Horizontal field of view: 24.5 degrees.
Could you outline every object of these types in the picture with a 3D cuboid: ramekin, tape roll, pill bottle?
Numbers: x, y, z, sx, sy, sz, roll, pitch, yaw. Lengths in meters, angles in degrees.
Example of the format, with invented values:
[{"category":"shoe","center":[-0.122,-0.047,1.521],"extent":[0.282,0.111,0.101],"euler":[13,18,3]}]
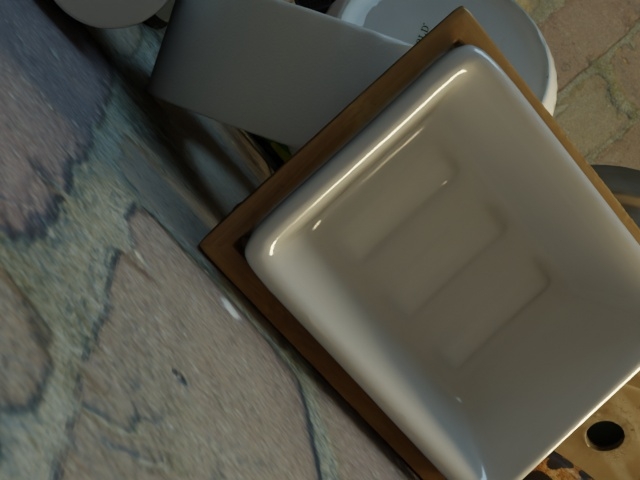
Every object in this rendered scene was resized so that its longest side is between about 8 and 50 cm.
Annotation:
[{"category":"ramekin","center":[0.104,-0.144,1.421],"extent":[0.273,0.273,0.127],"euler":[53,-27,19]},{"category":"tape roll","center":[0.009,-0.119,1.172],"extent":[0.286,0.100,0.286],"euler":[18,6,-2]},{"category":"pill bottle","center":[-0.160,-0.231,1.132],"extent":[0.119,0.119,0.208],"euler":[48,7,-19]}]

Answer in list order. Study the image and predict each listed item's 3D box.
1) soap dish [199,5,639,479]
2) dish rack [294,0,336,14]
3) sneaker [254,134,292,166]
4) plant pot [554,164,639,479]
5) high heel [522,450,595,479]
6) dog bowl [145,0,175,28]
[{"category":"soap dish","center":[0.089,0.018,1.013],"extent":[0.291,0.229,0.118],"euler":[48,-1,-23]},{"category":"dish rack","center":[0.048,-0.369,1.527],"extent":[0.074,0.208,0.272],"euler":[8,69,-72]},{"category":"sneaker","center":[0.014,-0.126,1.560],"extent":[0.343,0.146,0.134],"euler":[53,7,24]},{"category":"plant pot","center":[0.290,0.127,1.545],"extent":[0.323,0.323,0.280],"euler":[48,25,-20]},{"category":"high heel","center":[0.188,0.234,1.015],"extent":[0.261,0.093,0.186],"euler":[63,5,21]},{"category":"dog bowl","center":[-0.163,-0.426,1.447],"extent":[0.408,0.150,0.408],"euler":[-18,90,-84]}]
